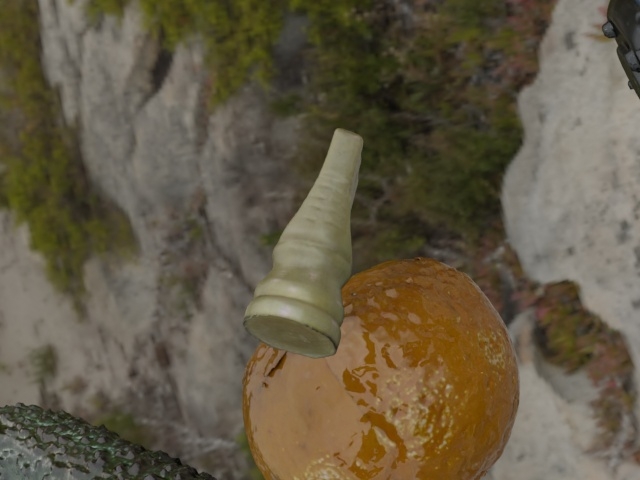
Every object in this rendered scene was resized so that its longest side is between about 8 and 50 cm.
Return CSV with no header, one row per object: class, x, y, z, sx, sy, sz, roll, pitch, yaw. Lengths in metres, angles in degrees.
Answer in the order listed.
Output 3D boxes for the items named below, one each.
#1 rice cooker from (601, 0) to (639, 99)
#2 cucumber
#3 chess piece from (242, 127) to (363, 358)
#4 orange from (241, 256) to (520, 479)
rice cooker,0.279,-0.134,0.910,0.142,0.118,0.203,58,-168,-24
cucumber,-0.159,0.174,0.891,0.359,0.096,0.096,10,111,55
chess piece,0.000,0.000,1.171,0.090,0.090,0.200,-22,45,57
orange,0.078,0.190,1.511,0.293,0.341,0.340,58,144,8
